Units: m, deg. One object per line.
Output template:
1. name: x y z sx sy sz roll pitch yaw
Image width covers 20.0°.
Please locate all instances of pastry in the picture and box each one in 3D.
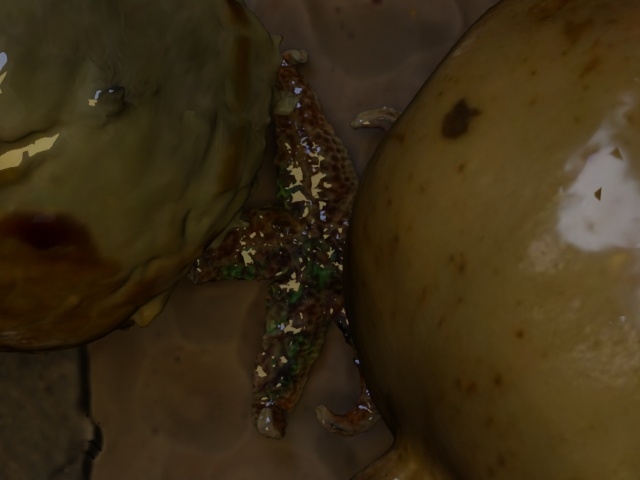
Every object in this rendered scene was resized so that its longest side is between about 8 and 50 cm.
1. pastry: -0.137 -0.056 0.855 0.256 0.170 0.236 27 83 -41

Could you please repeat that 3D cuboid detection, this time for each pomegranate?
1. pomegranate: 0.146 0.039 0.821 0.342 0.342 0.342 0 91 2

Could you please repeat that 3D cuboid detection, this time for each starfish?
1. starfish: -0.002 0.001 0.971 0.150 0.053 0.209 -10 87 -10
